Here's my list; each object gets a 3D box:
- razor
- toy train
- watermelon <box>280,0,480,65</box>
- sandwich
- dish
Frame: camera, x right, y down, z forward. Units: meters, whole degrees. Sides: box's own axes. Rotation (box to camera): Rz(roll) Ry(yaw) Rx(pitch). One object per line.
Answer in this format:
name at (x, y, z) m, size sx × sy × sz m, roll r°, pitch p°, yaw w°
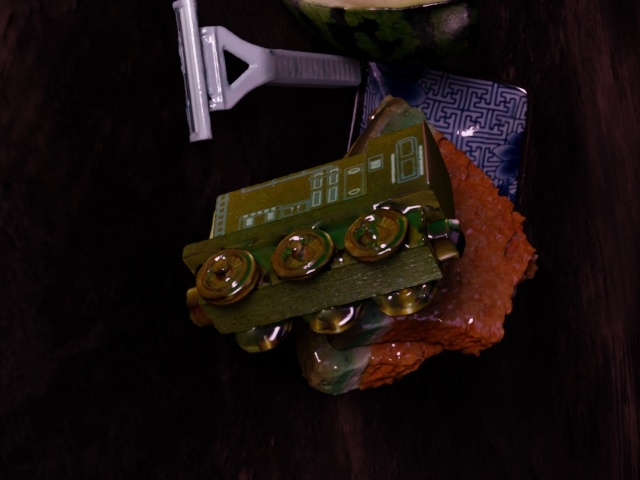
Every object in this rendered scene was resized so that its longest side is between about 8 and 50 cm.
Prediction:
razor at (-0.029, -0.148, 1.043) m, size 0.278 × 0.056 × 0.111 m, roll -14°, pitch 98°, yaw -60°
toy train at (0.000, 0.000, 0.933) m, size 0.137 × 0.225 × 0.090 m, roll -89°, pitch 158°, yaw -44°
watermelon at (0.046, -0.204, 1.080) m, size 0.193 × 0.145 × 0.137 m, roll 174°, pitch -108°, yaw -82°
sandwich at (0.080, 0.012, 1.072) m, size 0.292 × 0.212 × 0.109 m, roll -53°, pitch 177°, yaw -28°
dish at (0.109, -0.054, 1.214) m, size 0.080 × 0.182 × 0.243 m, roll 110°, pitch -9°, yaw -67°
